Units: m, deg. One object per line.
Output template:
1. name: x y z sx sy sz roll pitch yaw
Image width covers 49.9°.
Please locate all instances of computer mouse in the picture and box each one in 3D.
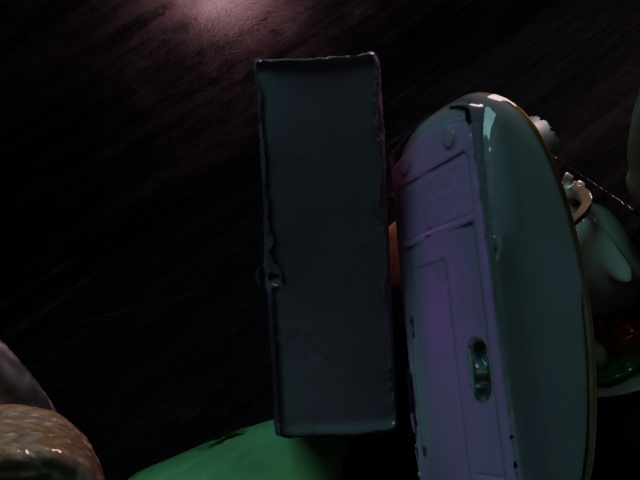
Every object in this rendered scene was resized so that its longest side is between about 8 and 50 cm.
1. computer mouse: 0.114 0.053 0.485 0.072 0.310 0.158 1 -13 -23

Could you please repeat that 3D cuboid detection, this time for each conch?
1. conch: -0.055 0.224 0.564 0.251 0.137 0.143 -19 -15 -21

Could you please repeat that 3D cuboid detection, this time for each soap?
1. soap: 0.000 0.000 0.646 0.107 0.296 0.285 -2 4 -2

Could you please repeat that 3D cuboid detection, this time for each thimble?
1. thimble: -0.323 0.286 0.682 0.229 0.195 0.148 -38 19 -19

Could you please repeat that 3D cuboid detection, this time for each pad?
1. pad: 0.266 -0.022 0.576 0.004 0.164 0.243 -55 13 16

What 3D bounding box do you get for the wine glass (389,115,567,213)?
1. wine glass: 0.205 -0.070 0.895 0.222 0.103 0.103 -31 17 -2

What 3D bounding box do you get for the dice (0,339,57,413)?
1. dice: -0.590 0.277 0.946 0.348 0.330 0.328 -10 29 47

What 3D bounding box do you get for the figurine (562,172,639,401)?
1. figurine: 0.204 0.030 0.533 0.132 0.153 0.132 -30 18 11

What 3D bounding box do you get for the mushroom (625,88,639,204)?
1. mushroom: 0.299 -0.007 0.323 0.138 0.154 0.407 -20 33 -12

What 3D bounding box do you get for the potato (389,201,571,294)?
1. potato: 0.160 0.012 0.697 0.235 0.127 0.161 -11 4 34
